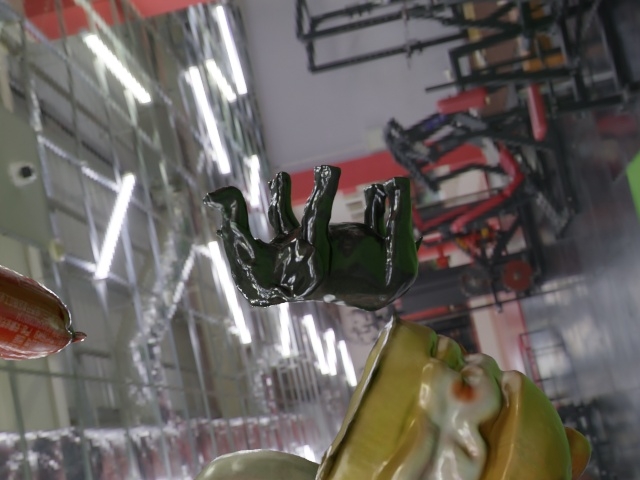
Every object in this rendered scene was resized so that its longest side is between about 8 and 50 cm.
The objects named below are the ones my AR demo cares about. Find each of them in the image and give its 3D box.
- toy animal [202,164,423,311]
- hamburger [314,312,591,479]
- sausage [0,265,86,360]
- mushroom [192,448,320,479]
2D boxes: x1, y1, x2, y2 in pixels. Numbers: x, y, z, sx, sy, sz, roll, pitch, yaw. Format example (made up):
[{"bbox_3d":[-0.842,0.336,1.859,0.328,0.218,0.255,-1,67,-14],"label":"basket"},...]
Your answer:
[{"bbox_3d":[0.000,-0.001,0.959,0.114,0.245,0.146,149,125,-73],"label":"toy animal"},{"bbox_3d":[0.108,0.222,0.833,0.276,0.237,0.276,-64,-4,-7],"label":"hamburger"},{"bbox_3d":[-0.293,0.036,0.714,0.274,0.074,0.074,31,-142,-42],"label":"sausage"},{"bbox_3d":[-0.092,0.483,1.333,0.353,0.353,0.325,72,-154,-48],"label":"mushroom"}]
